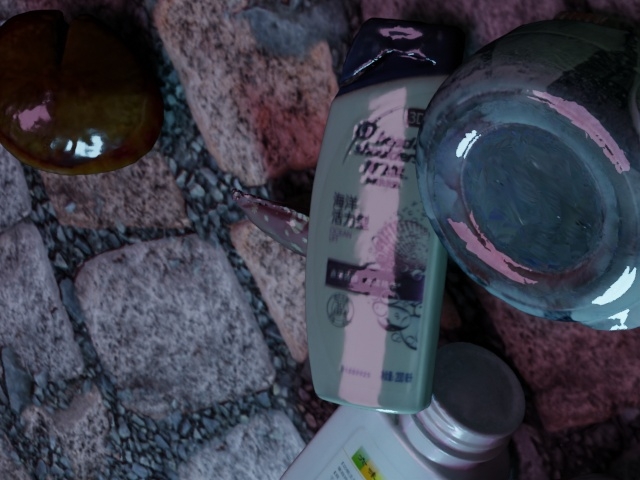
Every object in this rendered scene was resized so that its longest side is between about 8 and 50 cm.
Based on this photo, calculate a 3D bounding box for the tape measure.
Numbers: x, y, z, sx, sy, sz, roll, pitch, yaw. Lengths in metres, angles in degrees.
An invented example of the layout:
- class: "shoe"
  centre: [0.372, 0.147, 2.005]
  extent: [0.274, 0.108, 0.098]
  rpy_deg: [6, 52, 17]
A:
- class: "tape measure"
  centre: [0.221, -0.058, 1.637]
  extent: [0.275, 0.147, 0.256]
  rpy_deg: [29, 131, 24]

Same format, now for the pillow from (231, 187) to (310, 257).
- class: "pillow"
  centre: [0.000, 0.000, 1.915]
  extent: [0.185, 0.043, 0.118]
  rpy_deg: [15, 163, 38]

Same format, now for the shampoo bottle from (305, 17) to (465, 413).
- class: "shampoo bottle"
  centre: [0.055, -0.026, 1.770]
  extent: [0.134, 0.078, 0.359]
  rpy_deg: [9, 99, 21]

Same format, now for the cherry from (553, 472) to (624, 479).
- class: "cherry"
  centre: [0.242, 0.393, 1.758]
  extent: [0.335, 0.291, 0.326]
  rpy_deg: [-48, 59, 31]

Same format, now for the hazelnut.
- class: "hazelnut"
  centre: [-0.266, -0.149, 2.029]
  extent: [0.204, 0.178, 0.178]
  rpy_deg: [15, 127, 0]

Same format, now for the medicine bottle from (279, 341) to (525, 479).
- class: "medicine bottle"
  centre: [0.083, 0.234, 1.939]
  extent: [0.179, 0.124, 0.324]
  rpy_deg: [47, 137, 12]
